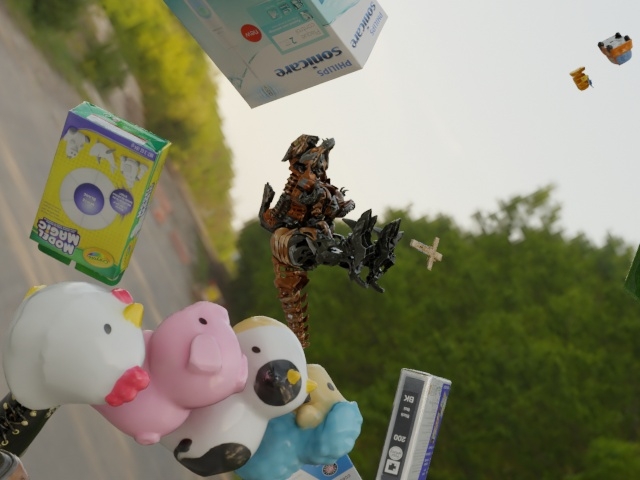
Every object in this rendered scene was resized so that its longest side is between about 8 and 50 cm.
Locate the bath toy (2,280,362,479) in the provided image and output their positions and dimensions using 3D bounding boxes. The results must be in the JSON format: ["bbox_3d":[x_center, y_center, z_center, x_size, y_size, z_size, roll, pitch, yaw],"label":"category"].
[{"bbox_3d":[-0.105,0.118,1.155,0.129,0.151,0.348,20,-6,38],"label":"bath toy"}]

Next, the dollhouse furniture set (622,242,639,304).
[{"bbox_3d":[0.380,0.038,1.364,0.076,0.152,0.058,-126,-134,-60],"label":"dollhouse furniture set"}]

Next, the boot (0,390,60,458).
[{"bbox_3d":[-0.472,0.281,1.996,0.085,0.178,0.236,45,33,6],"label":"boot"}]

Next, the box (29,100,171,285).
[{"bbox_3d":[-0.232,-0.041,1.426,0.105,0.179,0.043,26,27,7],"label":"box"}]

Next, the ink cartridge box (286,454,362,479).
[{"bbox_3d":[0.006,0.381,1.858,0.190,0.140,0.082,59,-16,3],"label":"ink cartridge box"}]

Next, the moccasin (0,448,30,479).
[{"bbox_3d":[-0.512,0.312,1.878,0.380,0.139,0.147,12,-50,36],"label":"moccasin"}]

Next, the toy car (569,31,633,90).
[{"bbox_3d":[0.375,-0.237,1.874,0.040,0.122,0.060,62,-20,-19],"label":"toy car"}]

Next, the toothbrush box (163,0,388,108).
[{"bbox_3d":[-0.083,-0.348,1.900,0.295,0.216,0.126,50,45,-29],"label":"toothbrush box"}]

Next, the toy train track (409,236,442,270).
[{"bbox_3d":[0.146,0.013,1.967,0.014,0.048,0.083,11,-9,36],"label":"toy train track"}]

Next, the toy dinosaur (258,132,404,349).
[{"bbox_3d":[0.000,0.000,2.179,0.164,0.218,0.322,-35,128,-60],"label":"toy dinosaur"}]

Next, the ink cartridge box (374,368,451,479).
[{"bbox_3d":[0.108,0.265,1.706,0.206,0.045,0.208,34,68,-76],"label":"ink cartridge box"}]
